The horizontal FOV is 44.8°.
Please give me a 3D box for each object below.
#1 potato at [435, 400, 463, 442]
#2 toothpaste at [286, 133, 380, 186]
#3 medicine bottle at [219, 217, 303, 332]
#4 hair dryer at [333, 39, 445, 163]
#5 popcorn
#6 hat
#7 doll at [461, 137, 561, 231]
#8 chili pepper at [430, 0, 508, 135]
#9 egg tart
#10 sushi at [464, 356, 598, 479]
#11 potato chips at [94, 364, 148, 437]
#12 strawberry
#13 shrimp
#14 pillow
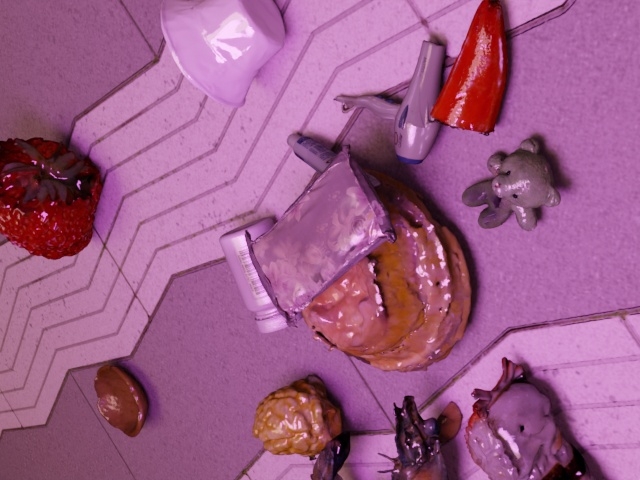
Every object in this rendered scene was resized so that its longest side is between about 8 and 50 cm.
[{"bbox_3d":[0.202,0.309,1.270,0.037,0.036,0.093,41,131,24],"label":"potato"},{"bbox_3d":[0.008,-0.120,1.189,0.216,0.062,0.037,39,140,48],"label":"toothpaste"},{"bbox_3d":[-0.100,0.061,1.371,0.103,0.103,0.186,-14,100,45],"label":"medicine bottle"},{"bbox_3d":[0.105,-0.221,1.100,0.199,0.068,0.167,45,126,36],"label":"hair dryer"},{"bbox_3d":[-0.038,0.336,1.424,0.173,0.174,0.142,-58,48,42],"label":"popcorn"},{"bbox_3d":[-0.134,-0.319,1.182,0.126,0.203,0.203,-27,91,31],"label":"hat"},{"bbox_3d":[0.245,-0.061,1.028,0.115,0.078,0.150,65,148,11],"label":"doll"},{"bbox_3d":[0.201,-0.227,0.989,0.088,0.065,0.168,10,114,-2],"label":"chili pepper"},{"bbox_3d":[0.061,0.063,1.202,0.352,0.150,0.351,17,118,37],"label":"egg tart"},{"bbox_3d":[0.318,0.334,1.118,0.332,0.124,0.130,55,146,5],"label":"sushi"},{"bbox_3d":[-0.481,0.391,1.908,0.195,0.062,0.208,53,137,16],"label":"potato chips"},{"bbox_3d":[-0.586,-0.079,1.642,0.261,0.261,0.257,47,130,14],"label":"strawberry"},{"bbox_3d":[0.107,0.401,1.326,0.272,0.085,0.444,18,134,20],"label":"shrimp"},{"bbox_3d":[0.000,0.000,1.102,0.255,0.059,0.169,-41,66,33],"label":"pillow"}]
